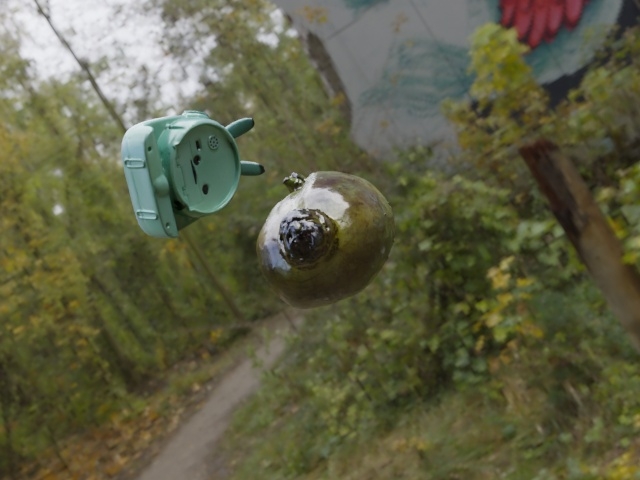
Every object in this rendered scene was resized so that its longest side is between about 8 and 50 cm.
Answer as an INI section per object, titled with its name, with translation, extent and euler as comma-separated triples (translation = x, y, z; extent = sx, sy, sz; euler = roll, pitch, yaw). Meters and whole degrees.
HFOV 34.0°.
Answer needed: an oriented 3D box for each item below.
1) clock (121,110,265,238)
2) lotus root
[clock]
translation = -0.110, -0.066, 0.926
extent = 0.041, 0.101, 0.135
euler = 5, 24, 42
[lotus root]
translation = 0.000, 0.000, 1.241
extent = 0.173, 0.173, 0.309
euler = -32, 6, 8
